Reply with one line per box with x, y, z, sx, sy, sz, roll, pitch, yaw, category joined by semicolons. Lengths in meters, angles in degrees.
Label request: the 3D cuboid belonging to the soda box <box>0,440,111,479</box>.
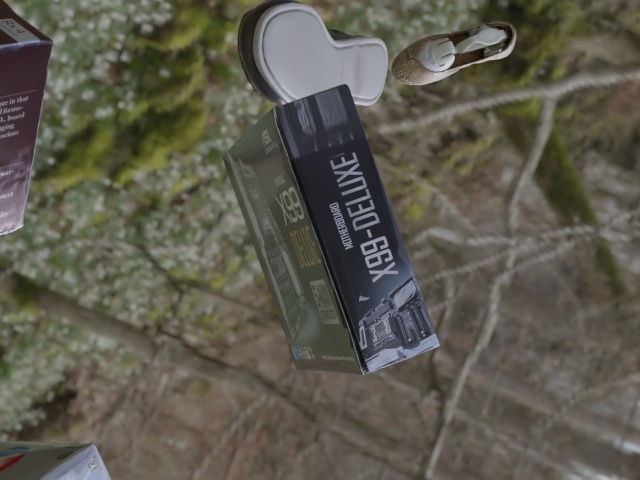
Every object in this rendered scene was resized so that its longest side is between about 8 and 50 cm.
-0.217;0.179;0.969;0.216;0.074;0.069;-8;-161;48;soda box

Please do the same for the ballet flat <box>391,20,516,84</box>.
0.206;-0.292;2.214;0.073;0.206;0.067;66;-16;8;ballet flat

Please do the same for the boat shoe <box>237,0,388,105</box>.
-0.028;-0.193;1.572;0.335;0.096;0.112;-1;98;-67;boat shoe

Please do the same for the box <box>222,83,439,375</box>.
0.000;0.000;1.379;0.307;0.077;0.242;164;-93;-77;box

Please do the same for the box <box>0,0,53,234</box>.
-0.366;-0.115;1.304;0.167;0.168;0.203;-19;134;-44;box
